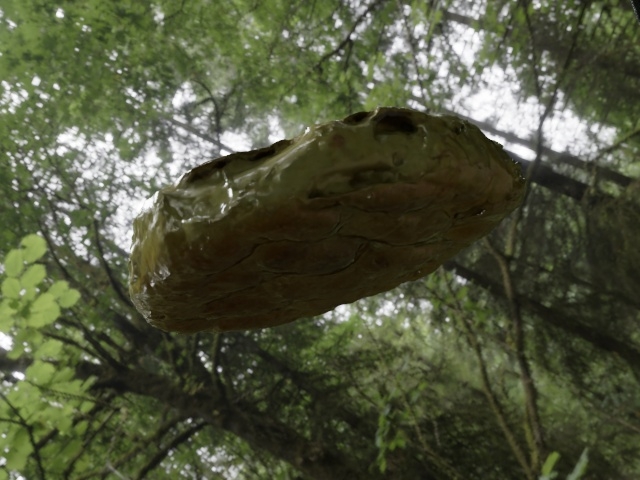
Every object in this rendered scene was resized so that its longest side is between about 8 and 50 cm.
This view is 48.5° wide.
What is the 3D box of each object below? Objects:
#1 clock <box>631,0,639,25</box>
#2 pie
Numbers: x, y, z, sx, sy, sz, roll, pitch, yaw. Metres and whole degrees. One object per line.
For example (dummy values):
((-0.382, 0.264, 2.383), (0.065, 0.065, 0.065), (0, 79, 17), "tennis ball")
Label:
((0.436, -0.254, 0.708), (0.076, 0.386, 0.386), (-27, -32, 4), "clock")
((0.000, 0.000, 0.598), (0.339, 0.083, 0.339), (-15, -17, -5), "pie")
